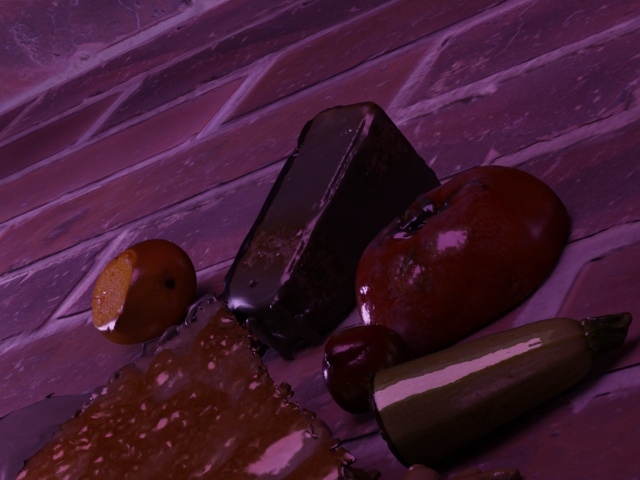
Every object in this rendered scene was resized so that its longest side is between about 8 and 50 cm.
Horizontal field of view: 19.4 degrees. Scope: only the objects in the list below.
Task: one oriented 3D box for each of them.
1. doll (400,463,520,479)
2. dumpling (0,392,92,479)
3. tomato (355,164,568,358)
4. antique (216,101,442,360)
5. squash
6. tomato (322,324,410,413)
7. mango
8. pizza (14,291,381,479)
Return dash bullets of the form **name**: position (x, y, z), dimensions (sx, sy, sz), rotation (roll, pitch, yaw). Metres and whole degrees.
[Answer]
- **doll**: position (0.107, 0.194, 1.467), dimensions (0.093, 0.051, 0.061), rotation (-27, 13, 20)
- **dumpling**: position (-0.263, 0.233, 1.856), dimensions (0.247, 0.172, 0.142), rotation (-48, -9, -49)
- **tomato**: position (0.124, 0.008, 1.828), dimensions (0.236, 0.095, 0.237), rotation (-32, 18, 12)
- **antique**: position (0.000, 0.000, 2.027), dimensions (0.125, 0.150, 0.284), rotation (-9, 40, 53)
- **squash**: position (0.157, 0.111, 1.556), dimensions (0.224, 0.094, 0.094), rotation (-25, 20, 11)
- **tomato**: position (0.041, 0.116, 1.741), dimensions (0.087, 0.075, 0.087), rotation (-29, 17, 10)
- **mango**: position (-0.218, 0.063, 2.299), dimensions (0.141, 0.102, 0.217), rotation (-62, 18, -3)
- **pizza**: position (-0.162, 0.243, 1.510), dimensions (0.392, 0.080, 0.435), rotation (-37, 26, -6)
